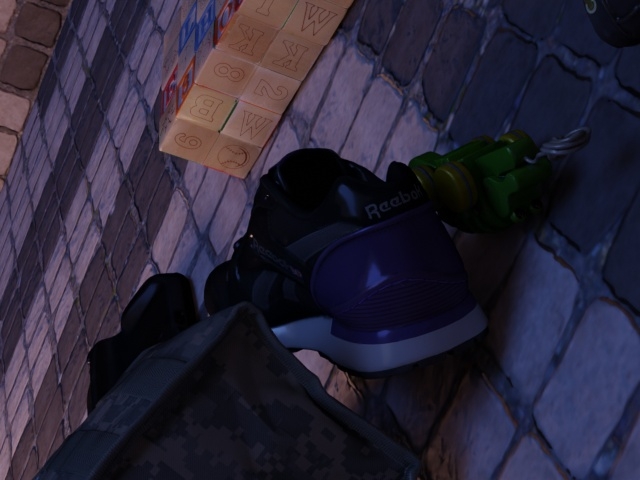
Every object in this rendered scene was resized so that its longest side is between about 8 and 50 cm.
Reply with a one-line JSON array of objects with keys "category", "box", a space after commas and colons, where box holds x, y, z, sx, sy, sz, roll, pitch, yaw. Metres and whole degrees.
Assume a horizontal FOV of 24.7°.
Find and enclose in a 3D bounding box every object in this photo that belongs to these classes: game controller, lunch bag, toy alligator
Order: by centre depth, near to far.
[{"category": "toy alligator", "box": [0.101, -0.029, 0.816, 0.051, 0.056, 0.190, 67, 159, -9]}, {"category": "lunch bag", "box": [-0.114, 0.193, 0.846, 0.287, 0.169, 0.235, -49, 6, -18]}, {"category": "game controller", "box": [-0.155, 0.158, 1.318, 0.166, 0.067, 0.319, -49, 28, 17]}]

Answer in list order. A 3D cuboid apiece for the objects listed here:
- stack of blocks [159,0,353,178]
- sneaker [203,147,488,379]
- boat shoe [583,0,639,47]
[{"category": "stack of blocks", "box": [-0.045, -0.222, 1.293, 0.297, 0.087, 0.171, -55, 26, 39]}, {"category": "sneaker", "box": [0.000, 0.000, 0.906, 0.283, 0.107, 0.124, 1, 111, 62]}, {"category": "boat shoe", "box": [0.158, -0.203, 0.763, 0.069, 0.081, 0.227, -43, 37, 46]}]
